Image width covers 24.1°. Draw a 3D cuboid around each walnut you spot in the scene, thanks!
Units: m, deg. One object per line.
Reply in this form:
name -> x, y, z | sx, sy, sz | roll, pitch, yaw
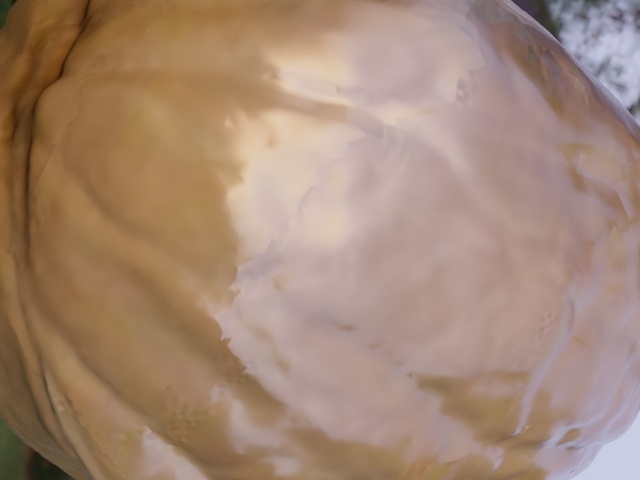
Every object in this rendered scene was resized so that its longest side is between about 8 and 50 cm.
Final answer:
walnut -> 0.000, 0.000, 0.499 | 0.261, 0.225, 0.225 | 27, 80, -48
